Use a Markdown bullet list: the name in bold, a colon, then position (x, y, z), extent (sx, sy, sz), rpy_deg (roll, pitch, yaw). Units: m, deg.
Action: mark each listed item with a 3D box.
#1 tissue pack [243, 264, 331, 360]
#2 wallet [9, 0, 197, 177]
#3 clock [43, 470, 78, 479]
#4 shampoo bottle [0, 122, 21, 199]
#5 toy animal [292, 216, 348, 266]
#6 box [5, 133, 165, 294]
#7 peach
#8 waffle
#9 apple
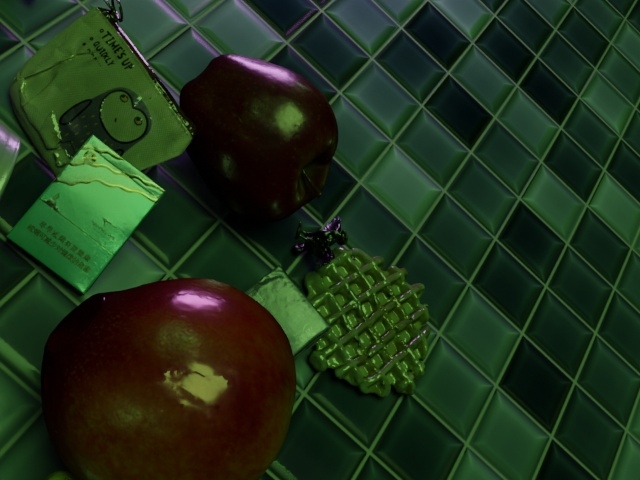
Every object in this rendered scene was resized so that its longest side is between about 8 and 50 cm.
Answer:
- **tissue pack**: position (-0.071, 0.140, 1.650), extent (0.112, 0.051, 0.156), rpy_deg (-38, 81, -16)
- **wallet**: position (-0.402, -0.252, 1.600), extent (0.275, 0.068, 0.335), rpy_deg (-35, 84, -1)
- **clock**: position (-0.388, 0.449, 1.277), extent (0.143, 0.096, 0.202), rpy_deg (36, 50, -7)
- **shampoo bottle**: position (-0.611, -0.110, 1.332), extent (0.266, 0.273, 0.273), rpy_deg (27, 53, -25)
- **toy animal**: position (0.000, 0.000, 1.767), extent (0.108, 0.062, 0.220), rpy_deg (7, 26, 1)
- **box**: position (-0.398, -0.044, 1.526), extent (0.162, 0.041, 0.229), rpy_deg (38, 75, -9)
- **peach**: position (-0.230, 0.228, 1.335), extent (0.388, 0.388, 0.388), rpy_deg (15, 58, -25)
- **waffle**: position (0.094, 0.156, 1.770), extent (0.292, 0.056, 0.309), rpy_deg (23, 56, -20)
- **apple**: position (-0.115, -0.196, 1.691), extent (0.317, 0.288, 0.288), rpy_deg (43, 48, 17)
